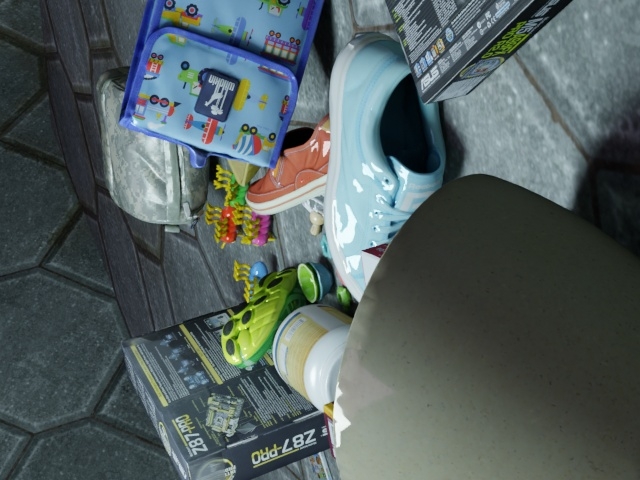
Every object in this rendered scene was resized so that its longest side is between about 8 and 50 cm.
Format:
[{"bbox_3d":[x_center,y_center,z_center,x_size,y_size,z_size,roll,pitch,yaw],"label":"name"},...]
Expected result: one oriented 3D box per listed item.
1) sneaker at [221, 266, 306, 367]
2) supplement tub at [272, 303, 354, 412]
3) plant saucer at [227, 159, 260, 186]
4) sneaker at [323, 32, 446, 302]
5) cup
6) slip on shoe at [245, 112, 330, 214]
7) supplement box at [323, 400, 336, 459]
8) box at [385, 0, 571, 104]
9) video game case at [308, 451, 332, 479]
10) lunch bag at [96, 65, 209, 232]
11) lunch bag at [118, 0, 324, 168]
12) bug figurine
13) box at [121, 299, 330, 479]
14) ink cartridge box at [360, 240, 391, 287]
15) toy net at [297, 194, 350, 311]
[{"bbox_3d":[-0.074,0.141,1.700,0.123,0.109,0.295,63,-157,-12],"label":"sneaker"},{"bbox_3d":[0.023,0.187,1.538,0.200,0.144,0.144,-155,52,-64],"label":"supplement tub"},{"bbox_3d":[-0.137,-0.313,1.681,0.332,0.081,0.332,110,140,-58],"label":"plant saucer"},{"bbox_3d":[0.085,-0.060,1.217,0.150,0.135,0.366,-140,38,-61],"label":"sneaker"},{"bbox_3d":[0.203,0.129,0.863,0.237,0.331,0.331,18,125,36],"label":"cup"},{"bbox_3d":[-0.022,-0.113,1.451,0.101,0.123,0.331,61,153,-5],"label":"slip on shoe"},{"bbox_3d":[0.112,0.232,1.279,0.104,0.188,0.080,31,134,61],"label":"supplement box"},{"bbox_3d":[0.144,-0.287,1.007,0.270,0.060,0.216,138,115,-67],"label":"box"},{"bbox_3d":[0.005,0.468,1.978,0.087,0.011,0.122,146,107,-69],"label":"video game case"},{"bbox_3d":[-0.330,-0.192,2.045,0.256,0.213,0.305,-135,42,-63],"label":"lunch bag"},{"bbox_3d":[-0.143,-0.242,1.386,0.138,0.221,0.293,177,107,-69],"label":"lunch bag"},{"bbox_3d":[-0.147,-0.016,1.932,0.279,0.072,0.216,-121,31,-45],"label":"bug figurine"},{"bbox_3d":[-0.148,0.259,1.787,0.395,0.318,0.097,43,143,53],"label":"box"},{"bbox_3d":[0.131,0.048,1.155,0.063,0.150,0.109,20,123,61],"label":"ink cartridge box"},{"bbox_3d":[0.000,0.000,1.603,0.122,0.045,0.232,-140,40,-58],"label":"toy net"}]
